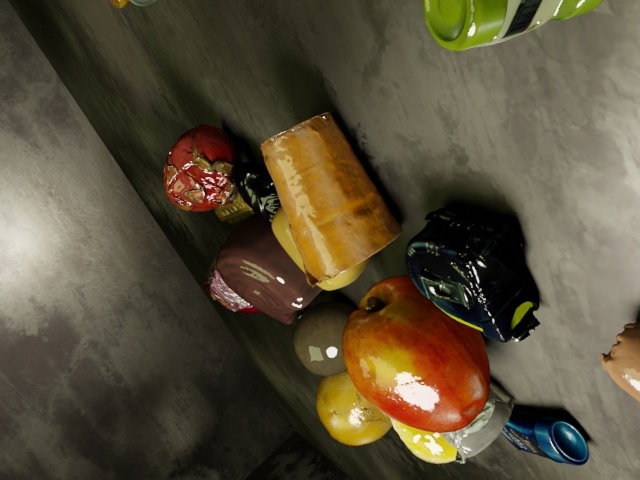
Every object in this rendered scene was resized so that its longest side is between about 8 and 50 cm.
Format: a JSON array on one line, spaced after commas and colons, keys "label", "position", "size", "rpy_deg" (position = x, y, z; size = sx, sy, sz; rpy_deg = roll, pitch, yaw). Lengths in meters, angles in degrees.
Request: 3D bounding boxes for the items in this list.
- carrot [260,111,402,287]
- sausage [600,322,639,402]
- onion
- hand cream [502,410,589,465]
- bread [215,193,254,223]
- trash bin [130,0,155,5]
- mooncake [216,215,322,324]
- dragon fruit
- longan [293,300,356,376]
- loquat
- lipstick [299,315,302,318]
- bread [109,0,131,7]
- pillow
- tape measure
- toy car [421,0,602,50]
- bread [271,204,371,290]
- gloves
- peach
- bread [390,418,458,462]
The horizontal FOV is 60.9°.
[{"label": "carrot", "position": [0.003, -0.076, 0.944], "size": [0.254, 0.196, 0.196], "rpy_deg": [61, 157, -8]}, {"label": "sausage", "position": [0.456, 0.205, 0.605], "size": [0.289, 0.086, 0.086], "rpy_deg": [41, 156, 22]}, {"label": "onion", "position": [-0.230, 0.109, 1.665], "size": [0.206, 0.216, 0.207], "rpy_deg": [40, 172, -15]}, {"label": "hand cream", "position": [0.395, 0.365, 1.032], "size": [0.120, 0.061, 0.270], "rpy_deg": [46, 166, 4]}, {"label": "bread", "position": [-0.212, -0.096, 1.467], "size": [0.367, 0.084, 0.077], "rpy_deg": [174, 100, -67]}, {"label": "trash bin", "position": [-0.317, -0.524, 0.817], "size": [0.343, 0.223, 0.158], "rpy_deg": [41, 156, 22]}, {"label": "mooncake", "position": [-0.123, 0.092, 1.421], "size": [0.325, 0.174, 0.334], "rpy_deg": [4, 139, 50]}, {"label": "dragon fruit", "position": [-0.248, -0.153, 1.300], "size": [0.148, 0.218, 0.224], "rpy_deg": [23, 148, 22]}, {"label": "longan", "position": [0.021, 0.249, 1.401], "size": [0.198, 0.198, 0.212], "rpy_deg": [57, 165, -14]}, {"label": "loquat", "position": [0.101, 0.427, 1.463], "size": [0.235, 0.235, 0.235], "rpy_deg": [42, 156, 23]}, {"label": "lipstick", "position": [-0.059, 0.238, 1.747], "size": [0.129, 0.030, 0.030], "rpy_deg": [53, 159, -4]}, {"label": "bread", "position": [-0.500, -0.644, 1.183], "size": [0.139, 0.077, 0.271], "rpy_deg": [21, 146, 57]}, {"label": "pillow", "position": [0.239, 0.294, 1.064], "size": [0.255, 0.169, 0.059], "rpy_deg": [38, 160, 37]}, {"label": "tape measure", "position": [0.215, 0.050, 0.811], "size": [0.186, 0.112, 0.199], "rpy_deg": [21, 142, 55]}, {"label": "toy car", "position": [0.135, -0.292, 0.424], "size": [0.235, 0.145, 0.235], "rpy_deg": [57, 159, 35]}, {"label": "bread", "position": [0.000, 0.000, 1.101], "size": [0.217, 0.147, 0.098], "rpy_deg": [48, -164, 0]}, {"label": "gloves", "position": [-0.095, -0.094, 1.207], "size": [0.203, 0.124, 0.164], "rpy_deg": [41, 175, 44]}, {"label": "peach", "position": [0.170, 0.202, 0.960], "size": [0.281, 0.238, 0.281], "rpy_deg": [40, 162, 16]}, {"label": "bread", "position": [0.245, 0.371, 1.160], "size": [0.197, 0.197, 0.170], "rpy_deg": [41, 163, 24]}]
